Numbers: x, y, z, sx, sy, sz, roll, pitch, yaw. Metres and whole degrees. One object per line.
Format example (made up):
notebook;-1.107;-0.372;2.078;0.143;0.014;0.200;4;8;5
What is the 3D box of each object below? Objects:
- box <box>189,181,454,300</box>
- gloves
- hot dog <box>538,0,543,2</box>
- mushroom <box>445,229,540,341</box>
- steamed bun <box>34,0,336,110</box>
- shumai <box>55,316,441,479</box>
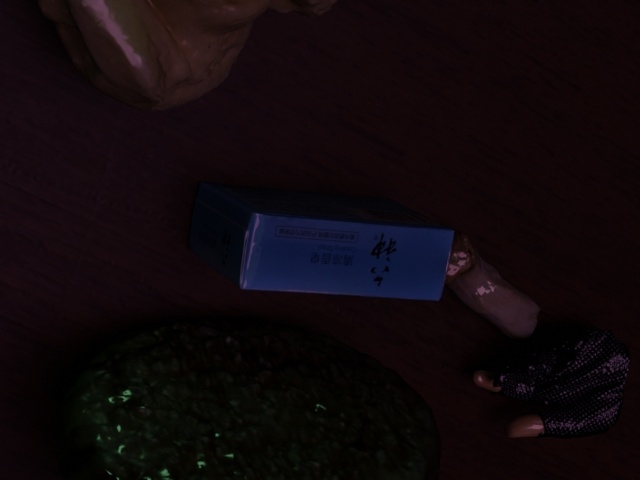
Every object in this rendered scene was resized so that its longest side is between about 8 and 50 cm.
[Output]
box;0.000;0.000;1.451;0.232;0.142;0.083;3;104;-28
gloves;0.260;0.158;1.663;0.180;0.106;0.129;10;122;-10
hot dog;0.275;-0.383;1.514;0.162;0.082;0.270;-11;117;-14
mushroom;0.190;0.058;1.619;0.059;0.054;0.202;-48;126;1
steamed bun;-0.099;-0.307;1.268;0.372;0.230;0.325;-40;122;-13
shumai;-0.084;0.288;1.426;0.395;0.395;0.348;-4;127;-26
